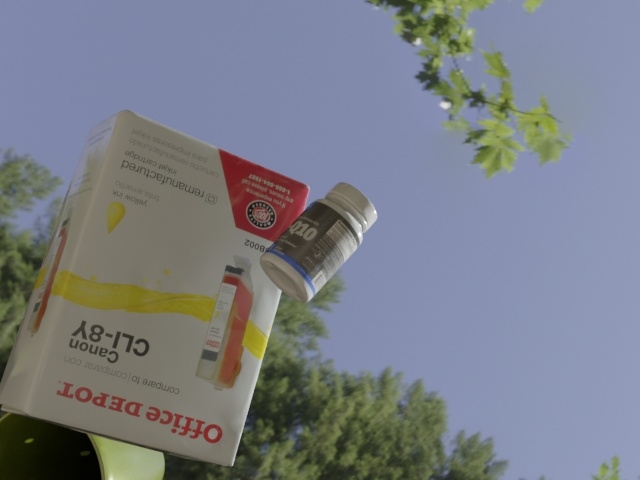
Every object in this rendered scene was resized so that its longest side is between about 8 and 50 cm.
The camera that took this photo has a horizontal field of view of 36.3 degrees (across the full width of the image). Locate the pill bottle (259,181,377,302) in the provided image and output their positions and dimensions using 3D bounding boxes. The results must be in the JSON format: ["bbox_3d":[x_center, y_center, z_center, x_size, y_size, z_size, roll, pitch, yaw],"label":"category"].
[{"bbox_3d":[0.000,0.000,1.153,0.078,0.078,0.137,34,-111,23],"label":"pill bottle"}]

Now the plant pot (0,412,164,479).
[{"bbox_3d":[-0.419,0.426,1.785,0.275,0.293,0.274,-3,-97,24],"label":"plant pot"}]

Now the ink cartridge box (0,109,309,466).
[{"bbox_3d":[-0.208,0.069,1.253,0.160,0.279,0.384,-8,-116,60],"label":"ink cartridge box"}]
